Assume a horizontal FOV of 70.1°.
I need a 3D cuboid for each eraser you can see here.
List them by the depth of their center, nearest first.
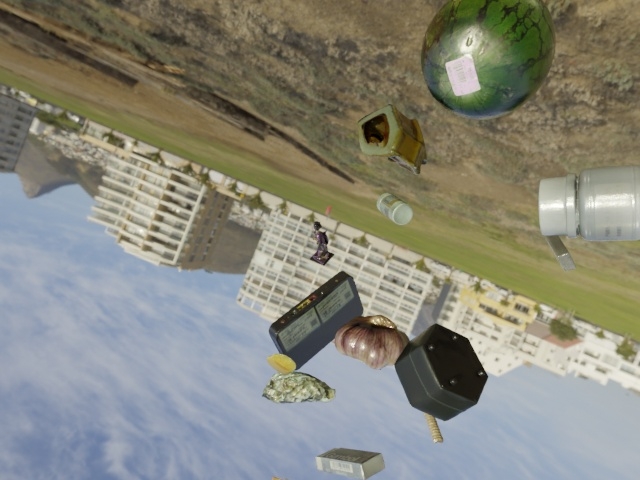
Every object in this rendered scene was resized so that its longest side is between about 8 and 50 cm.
[{"bbox_3d":[0.084,0.662,1.362,0.092,0.046,0.212,-3,168,-42],"label":"eraser"}]

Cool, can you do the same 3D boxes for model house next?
[{"bbox_3d":[0.270,-0.316,1.546,0.239,0.268,0.173,24,136,-32],"label":"model house"}]

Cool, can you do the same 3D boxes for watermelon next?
[{"bbox_3d":[0.437,-0.494,1.204,0.363,0.363,0.363,22,-178,-1],"label":"watermelon"}]

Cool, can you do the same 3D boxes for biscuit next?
[{"bbox_3d":[0.595,0.978,2.436,0.061,0.055,0.219,1,-145,-12],"label":"biscuit"}]

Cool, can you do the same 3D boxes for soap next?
[{"bbox_3d":[-0.127,0.386,1.433,0.089,0.033,0.168,33,153,1],"label":"soap"}]

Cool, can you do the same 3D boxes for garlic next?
[{"bbox_3d":[0.171,0.311,1.460,0.245,0.161,0.245,7,-176,0],"label":"garlic"}]

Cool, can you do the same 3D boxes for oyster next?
[{"bbox_3d":[-0.092,0.583,1.762,0.267,0.112,0.198,-25,129,33],"label":"oyster"}]

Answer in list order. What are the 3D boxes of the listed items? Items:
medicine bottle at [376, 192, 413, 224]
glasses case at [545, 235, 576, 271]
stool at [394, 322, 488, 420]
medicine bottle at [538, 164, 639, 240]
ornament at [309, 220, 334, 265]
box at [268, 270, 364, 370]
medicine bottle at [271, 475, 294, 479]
[{"bbox_3d":[0.153,-0.066,0.943,0.047,0.047,0.083,21,-167,-24],"label":"medicine bottle"},{"bbox_3d":[0.894,0.039,1.707,0.071,0.047,0.205,56,-157,-13],"label":"glasses case"},{"bbox_3d":[0.326,0.352,1.230,0.232,0.141,0.232,21,-136,-22],"label":"stool"},{"bbox_3d":[0.904,-0.119,1.520,0.306,0.245,0.245,-1,169,31],"label":"medicine bottle"},{"bbox_3d":[0.005,-0.003,1.922,0.088,0.203,0.081,19,-138,29],"label":"ornament"},{"bbox_3d":[-0.006,0.279,1.603,0.058,0.350,0.211,30,148,49],"label":"box"},{"bbox_3d":[-0.121,0.802,1.334,0.096,0.192,0.096,12,157,5],"label":"medicine bottle"}]
